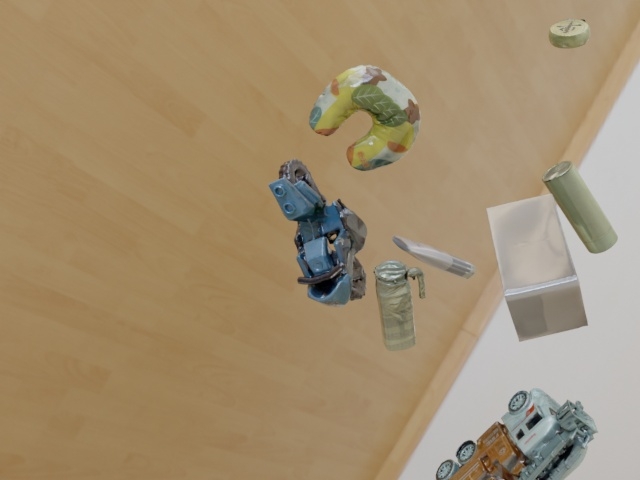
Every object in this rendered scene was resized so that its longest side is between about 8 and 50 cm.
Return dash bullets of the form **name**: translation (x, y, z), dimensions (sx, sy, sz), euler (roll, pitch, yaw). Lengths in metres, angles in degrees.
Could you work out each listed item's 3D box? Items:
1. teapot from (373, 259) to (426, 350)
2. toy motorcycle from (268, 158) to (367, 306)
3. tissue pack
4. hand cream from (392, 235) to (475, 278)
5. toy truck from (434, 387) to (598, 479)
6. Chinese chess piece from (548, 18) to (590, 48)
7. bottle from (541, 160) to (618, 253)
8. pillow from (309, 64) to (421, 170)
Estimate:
- **teapot**: translation (0.175, 0.136, 1.519), dimensions (0.107, 0.077, 0.200), euler (-9, 125, 3)
- **toy motorcycle**: translation (0.000, 0.000, 1.792), dimensions (0.416, 0.172, 0.232), euler (62, 29, -17)
- **tissue pack**: translation (0.427, 0.050, 1.412), dimensions (0.246, 0.136, 0.159), euler (-88, 156, -44)
- **hand cream**: translation (0.283, 0.041, 1.767), dimensions (0.255, 0.079, 0.048), euler (22, 99, -35)
- **toy truck**: translation (0.371, 0.425, 1.328), dimensions (0.133, 0.184, 0.338), euler (41, 100, -11)
- **Chinese chess piece**: translation (0.524, -0.435, 1.499), dimensions (0.084, 0.084, 0.034), euler (-37, 134, -26)
- **bottle**: translation (0.551, -0.069, 1.509), dimensions (0.072, 0.072, 0.201), euler (-43, 106, -21)
- **pillow**: translation (0.108, -0.274, 1.599), dimensions (0.233, 0.086, 0.214), euler (44, 106, -8)
